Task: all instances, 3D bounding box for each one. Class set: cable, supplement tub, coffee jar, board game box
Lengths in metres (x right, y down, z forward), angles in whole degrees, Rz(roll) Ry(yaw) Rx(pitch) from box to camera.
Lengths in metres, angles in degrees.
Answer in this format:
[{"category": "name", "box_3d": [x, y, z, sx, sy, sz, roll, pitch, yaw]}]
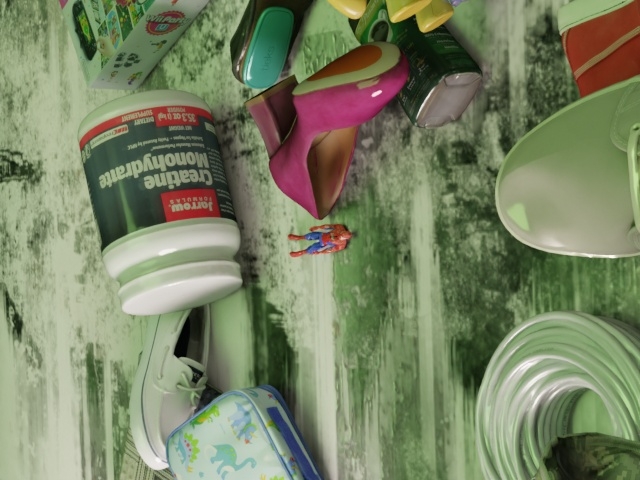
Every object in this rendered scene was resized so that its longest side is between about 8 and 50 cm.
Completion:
[{"category": "cable", "box_3d": [0.271, 0.200, 1.419, 0.257, 0.089, 0.257, 25, 110, 48]}, {"category": "supplement tub", "box_3d": [-0.217, -0.052, 1.908, 0.191, 0.191, 0.272, -30, 69, 47]}, {"category": "coffee jar", "box_3d": [0.105, -0.223, 1.601, 0.184, 0.079, 0.096, 60, 140, 28]}, {"category": "board game box", "box_3d": [-0.265, -0.394, 2.025, 0.303, 0.097, 0.224, -42, 61, 42]}]

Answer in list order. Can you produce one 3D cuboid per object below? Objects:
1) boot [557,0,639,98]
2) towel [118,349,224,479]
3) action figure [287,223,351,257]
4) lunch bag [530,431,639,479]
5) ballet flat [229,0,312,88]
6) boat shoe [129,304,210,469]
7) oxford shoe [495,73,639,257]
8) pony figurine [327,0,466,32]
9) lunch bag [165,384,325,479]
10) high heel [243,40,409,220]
[{"category": "boot", "box_3d": [0.334, -0.170, 1.328, 0.244, 0.088, 0.176, -21, 76, 57]}, {"category": "towel", "box_3d": [-0.187, 0.356, 2.016, 0.312, 0.056, 0.324, 26, 109, 43]}, {"category": "action figure", "box_3d": [0.000, 0.000, 1.780, 0.115, 0.030, 0.038, -12, 77, 48]}, {"category": "lunch bag", "box_3d": [0.292, 0.316, 1.215, 0.287, 0.169, 0.235, 25, 138, 21]}, {"category": "ballet flat", "box_3d": [-0.054, -0.324, 1.781, 0.280, 0.095, 0.096, -58, 39, 34]}, {"category": "boat shoe", "box_3d": [-0.201, 0.188, 1.932, 0.084, 0.095, 0.258, -20, 54, 32]}, {"category": "oxford shoe", "box_3d": [0.334, -0.066, 1.238, 0.449, 0.130, 0.169, -6, 103, 41]}, {"category": "pony figurine", "box_3d": [0.063, -0.408, 1.486, 0.363, 0.351, 0.303, 57, 138, 6]}, {"category": "lunch bag", "box_3d": [-0.088, 0.309, 1.819, 0.176, 0.090, 0.219, -39, 72, 26]}, {"category": "high heel", "box_3d": [0.036, -0.118, 1.616, 0.181, 0.127, 0.377, 60, 163, -10]}]
